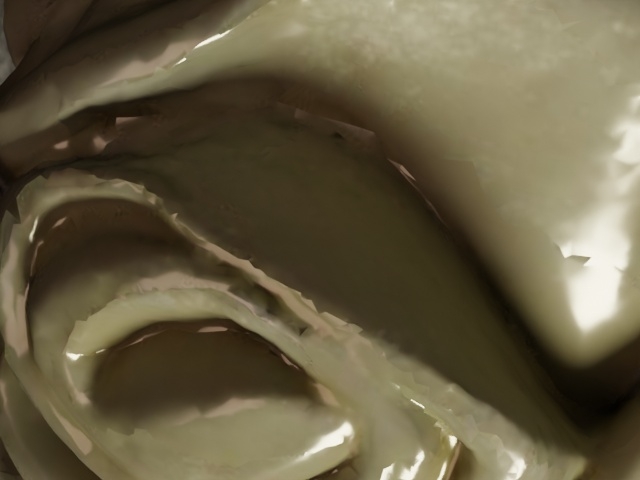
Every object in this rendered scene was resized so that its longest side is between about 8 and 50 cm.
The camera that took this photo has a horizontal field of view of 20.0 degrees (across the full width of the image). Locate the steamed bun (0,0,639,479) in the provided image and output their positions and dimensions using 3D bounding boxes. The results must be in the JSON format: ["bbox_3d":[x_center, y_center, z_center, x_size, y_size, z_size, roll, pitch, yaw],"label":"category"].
[{"bbox_3d":[0.000,0.000,0.678,0.342,0.255,0.367,29,123,29],"label":"steamed bun"}]
